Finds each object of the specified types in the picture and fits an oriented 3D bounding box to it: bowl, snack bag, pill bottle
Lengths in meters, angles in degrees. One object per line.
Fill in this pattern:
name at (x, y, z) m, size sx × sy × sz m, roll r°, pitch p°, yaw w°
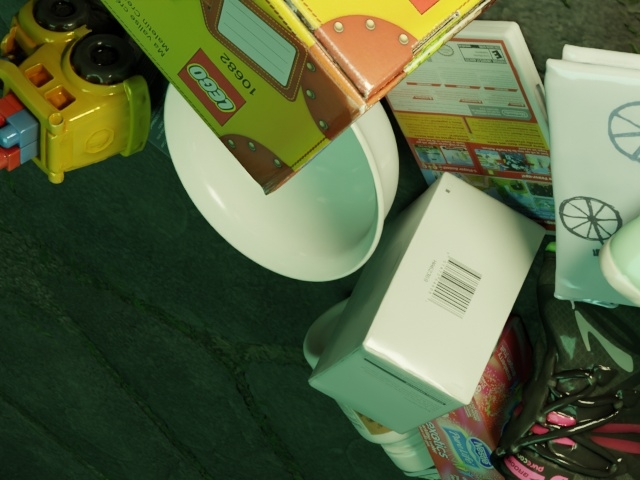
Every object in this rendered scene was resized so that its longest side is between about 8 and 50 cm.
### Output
bowl at (-0.021, -0.113, 1.908) m, size 0.297 × 0.134 × 0.298 m, roll 23°, pitch 134°, yaw 26°
snack bag at (0.379, -0.035, 1.635) m, size 0.323 × 0.037 × 0.343 m, roll 8°, pitch 139°, yaw 17°
pill bottle at (0.086, 0.192, 2.250) m, size 0.131 × 0.131 × 0.229 m, roll 1°, pitch 135°, yaw 46°

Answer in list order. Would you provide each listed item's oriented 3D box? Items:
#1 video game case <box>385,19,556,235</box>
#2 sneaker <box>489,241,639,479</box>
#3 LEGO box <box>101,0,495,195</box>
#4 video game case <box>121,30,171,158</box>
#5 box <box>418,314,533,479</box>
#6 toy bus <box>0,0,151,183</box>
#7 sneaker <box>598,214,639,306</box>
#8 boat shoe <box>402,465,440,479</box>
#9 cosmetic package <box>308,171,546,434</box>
video game case at (0.168, -0.120, 1.833) m, size 0.204 × 0.025 × 0.285 m, roll 9°, pitch 139°, yaw 40°
sneaker at (0.300, 0.207, 1.943) m, size 0.185 × 0.202 × 0.483 m, roll 20°, pitch 136°, yaw 30°
LEGO box at (-0.047, -0.353, 1.313) m, size 0.500 × 0.372 × 0.193 m, roll 50°, pitch 150°, yaw -2°
video game case at (-0.152, -0.143, 2.147) m, size 0.274 × 0.026 × 0.196 m, roll 38°, pitch 150°, yaw -3°
box at (0.204, 0.212, 2.156) m, size 0.122 × 0.128 × 0.257 m, roll 13°, pitch 142°, yaw 37°
toy bus at (-0.344, -0.177, 2.086) m, size 0.220 × 0.211 × 0.149 m, roll 46°, pitch 151°, yaw 24°
sneaker at (0.405, 0.044, 1.611) m, size 0.256 × 0.094 × 0.151 m, roll 30°, pitch 138°, yaw -12°
boat shoe at (0.160, 0.332, 2.468) m, size 0.100 × 0.035 × 0.035 m, roll -14°, pitch 120°, yaw 47°
cosmetic package at (0.116, 0.077, 1.918) m, size 0.138 × 0.224 × 0.224 m, roll 30°, pitch 160°, yaw -8°
